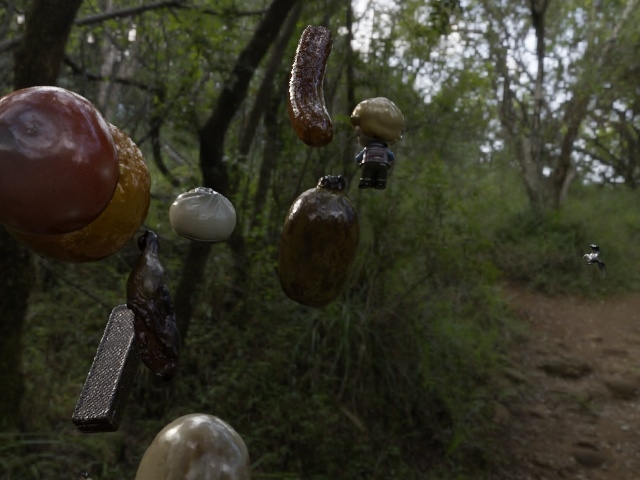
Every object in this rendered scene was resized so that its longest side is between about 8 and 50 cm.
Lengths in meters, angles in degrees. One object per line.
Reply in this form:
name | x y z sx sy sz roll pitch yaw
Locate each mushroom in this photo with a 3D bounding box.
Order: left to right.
mushroom | -0.249 0.544 1.694 0.293 0.292 0.290 4 -23 39

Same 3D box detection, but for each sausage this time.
sausage | -0.021 -0.320 1.604 0.103 0.302 0.076 -19 -34 35

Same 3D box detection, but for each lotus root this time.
lotus root | 0.000 0.000 1.401 0.145 0.260 0.128 11 18 -3

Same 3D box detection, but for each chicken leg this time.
chicken leg | -0.341 0.131 1.584 0.083 0.322 0.177 -14 -1 3

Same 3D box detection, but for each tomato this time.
tomato | -0.472 -0.136 1.300 0.256 0.255 0.224 4 -21 -6

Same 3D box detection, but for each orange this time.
orange | -0.529 -0.121 1.643 0.293 0.340 0.341 -34 -23 34

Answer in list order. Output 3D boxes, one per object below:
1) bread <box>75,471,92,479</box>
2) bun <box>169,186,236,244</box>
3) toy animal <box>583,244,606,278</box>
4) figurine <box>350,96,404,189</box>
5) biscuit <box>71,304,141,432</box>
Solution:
bread | -0.652 0.848 2.089 0.405 0.242 0.345 43 -19 19
bun | -0.298 -0.074 1.942 0.173 0.119 0.173 14 23 -6
toy animal | 0.540 0.039 1.509 0.050 0.084 0.028 10 45 48
figurine | 0.120 -0.205 1.618 0.114 0.195 0.108 1 -6 5
biscuit | -0.554 0.337 2.059 0.107 0.388 0.073 -7 -45 16
